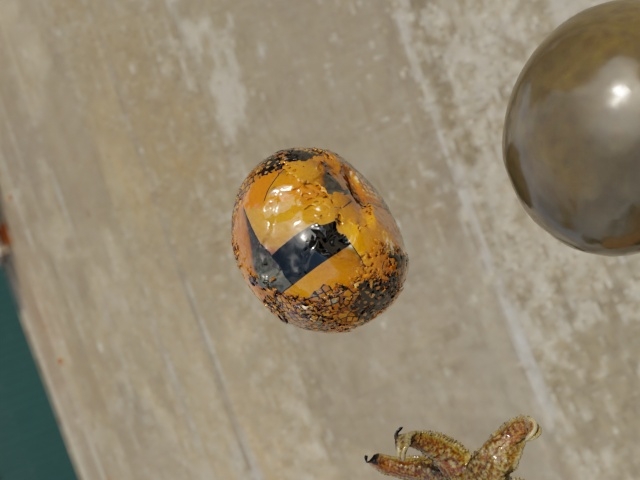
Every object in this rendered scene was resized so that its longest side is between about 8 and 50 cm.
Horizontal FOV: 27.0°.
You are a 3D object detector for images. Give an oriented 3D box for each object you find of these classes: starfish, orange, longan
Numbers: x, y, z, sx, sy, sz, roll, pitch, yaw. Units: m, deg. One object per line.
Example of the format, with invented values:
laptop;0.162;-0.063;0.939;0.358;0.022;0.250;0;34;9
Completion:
starfish;0.230;0.361;2.046;0.303;0.113;0.312;38;139;-17
orange;0.000;0.000;1.591;0.182;0.234;0.234;-50;51;22
longan;0.306;-0.116;1.327;0.258;0.258;0.258;55;157;38
